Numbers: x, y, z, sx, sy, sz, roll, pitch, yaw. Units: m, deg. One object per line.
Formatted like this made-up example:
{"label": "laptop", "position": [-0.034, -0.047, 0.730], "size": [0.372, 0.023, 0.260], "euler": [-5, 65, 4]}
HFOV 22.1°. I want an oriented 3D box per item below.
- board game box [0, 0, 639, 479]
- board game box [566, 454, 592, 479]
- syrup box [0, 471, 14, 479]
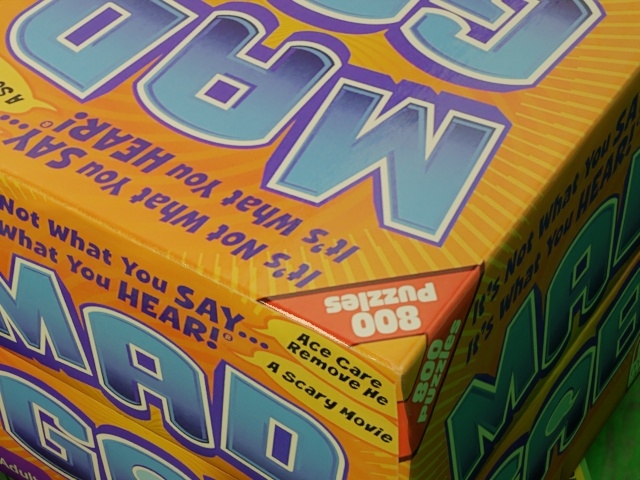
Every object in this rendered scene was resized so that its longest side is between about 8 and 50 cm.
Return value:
{"label": "board game box", "position": [0.000, 0.000, 1.051], "size": [0.356, 0.356, 0.356], "euler": [25, 54, 24]}
{"label": "board game box", "position": [0.066, 0.101, 1.230], "size": [0.214, 0.046, 0.317], "euler": [-11, 48, -2]}
{"label": "syrup box", "position": [-0.328, 0.141, 1.237], "size": [0.237, 0.093, 0.096], "euler": [-7, 60, 0]}
